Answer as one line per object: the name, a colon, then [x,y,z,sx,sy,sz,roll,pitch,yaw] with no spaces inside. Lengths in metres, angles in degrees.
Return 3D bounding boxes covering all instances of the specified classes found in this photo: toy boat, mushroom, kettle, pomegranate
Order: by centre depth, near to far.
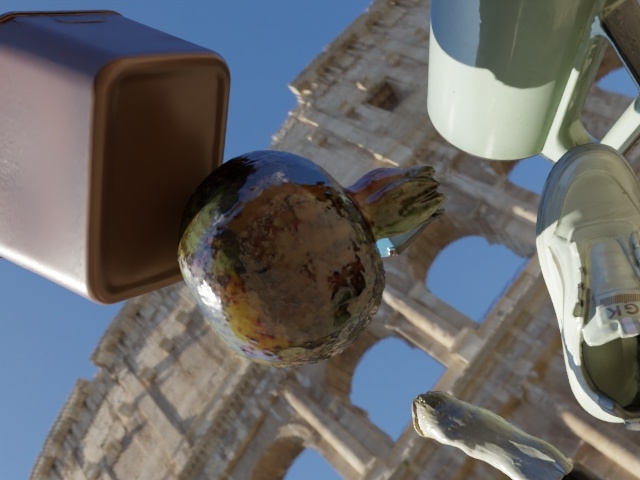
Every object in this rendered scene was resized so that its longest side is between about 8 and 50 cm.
mushroom: [0.187,0.220,0.912,0.054,0.202,0.059,38,-104,-43]
pomegranate: [0.000,0.000,1.038,0.340,0.285,0.285,-29,-54,-5]
kettle: [0.303,-0.270,1.092,0.250,0.361,0.377,-43,-25,-22]
toy boat: [0.137,-0.058,1.412,0.223,0.100,0.097,-45,-61,-44]

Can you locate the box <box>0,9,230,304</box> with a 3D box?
box: [-0.281,-0.113,1.098,0.239,0.229,0.339,-19,-56,-49]

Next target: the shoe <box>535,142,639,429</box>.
shoe: [0.308,0.057,0.876,0.124,0.159,0.316,-11,-84,10]
